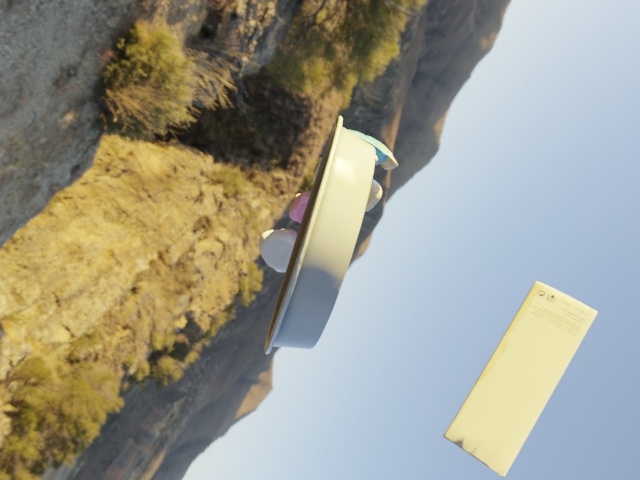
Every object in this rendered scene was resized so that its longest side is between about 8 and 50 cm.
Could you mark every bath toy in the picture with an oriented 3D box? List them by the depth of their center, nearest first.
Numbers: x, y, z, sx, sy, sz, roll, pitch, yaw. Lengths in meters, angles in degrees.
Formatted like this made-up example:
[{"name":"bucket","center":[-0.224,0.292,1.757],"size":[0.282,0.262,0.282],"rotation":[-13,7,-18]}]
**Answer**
[{"name":"bath toy","center":[0.010,-0.072,1.156],"size":[0.348,0.151,0.129],"rotation":[-48,-174,18]}]

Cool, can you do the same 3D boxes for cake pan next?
[{"name":"cake pan","center":[0.000,0.000,0.652],"size":[0.293,0.054,0.293],"rotation":[-163,-90,-86]}]

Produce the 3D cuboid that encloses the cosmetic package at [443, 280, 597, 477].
[{"name":"cosmetic package","center":[0.345,0.243,0.941],"size":[0.309,0.113,0.160],"rotation":[-54,154,-10]}]
